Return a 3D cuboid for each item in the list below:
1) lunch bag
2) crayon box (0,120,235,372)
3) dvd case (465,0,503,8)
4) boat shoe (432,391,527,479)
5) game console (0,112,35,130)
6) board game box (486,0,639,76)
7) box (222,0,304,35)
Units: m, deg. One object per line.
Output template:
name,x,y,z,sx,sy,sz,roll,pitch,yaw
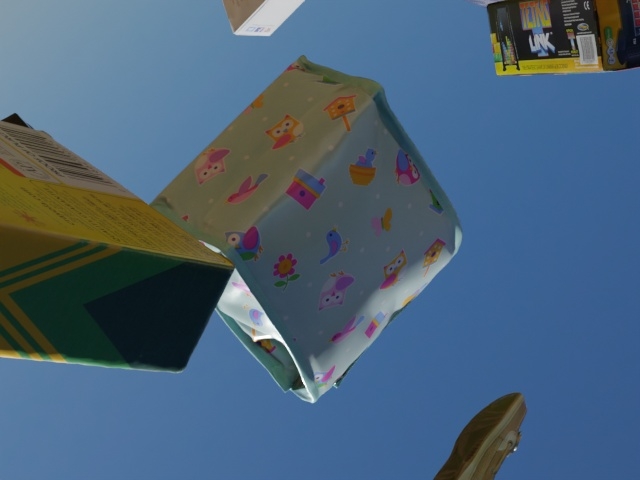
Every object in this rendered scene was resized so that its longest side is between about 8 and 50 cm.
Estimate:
lunch bag,0.000,0.000,1.550,0.223,0.262,0.160,-47,-137,-16
crayon box,-0.223,-0.016,0.944,0.202,0.318,0.081,34,-79,33
dvd case,0.151,-0.176,1.168,0.164,0.018,0.221,9,-179,39
boat shoe,0.154,0.209,1.591,0.056,0.048,0.153,-20,-152,56
game console,-0.214,-0.008,1.655,0.044,0.213,0.361,-42,172,-3
board game box,0.186,-0.125,0.935,0.141,0.048,0.170,-12,-173,-12
box,-0.026,-0.397,1.785,0.058,0.232,0.322,-4,156,-40
